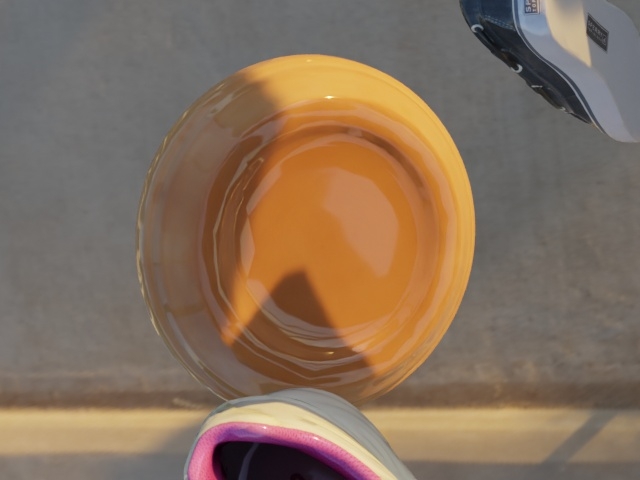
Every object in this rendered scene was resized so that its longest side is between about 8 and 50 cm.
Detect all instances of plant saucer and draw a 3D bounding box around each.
[{"bbox_3d":[0.000,0.000,0.838,0.037,0.200,0.200,-164,73,-65],"label":"plant saucer"}]

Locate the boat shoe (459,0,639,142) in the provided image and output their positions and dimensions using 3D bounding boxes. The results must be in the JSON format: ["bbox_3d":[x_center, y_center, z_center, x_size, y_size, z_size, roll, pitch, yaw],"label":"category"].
[{"bbox_3d":[0.104,-0.080,0.658,0.040,0.142,0.049,0,72,31],"label":"boat shoe"}]

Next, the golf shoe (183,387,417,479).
[{"bbox_3d":[0.047,0.187,0.704,0.306,0.140,0.115,41,90,18],"label":"golf shoe"}]
